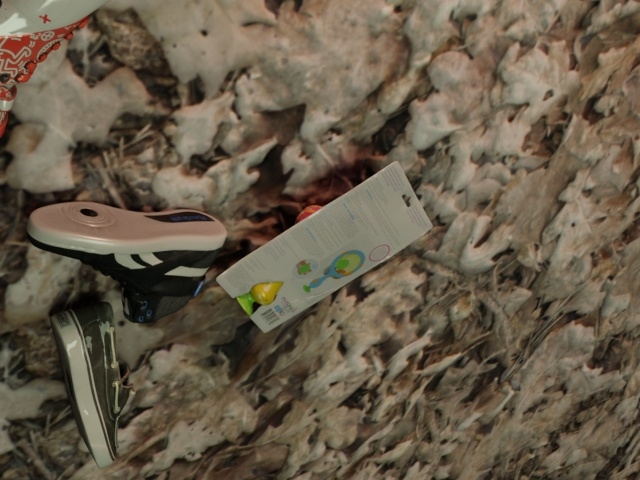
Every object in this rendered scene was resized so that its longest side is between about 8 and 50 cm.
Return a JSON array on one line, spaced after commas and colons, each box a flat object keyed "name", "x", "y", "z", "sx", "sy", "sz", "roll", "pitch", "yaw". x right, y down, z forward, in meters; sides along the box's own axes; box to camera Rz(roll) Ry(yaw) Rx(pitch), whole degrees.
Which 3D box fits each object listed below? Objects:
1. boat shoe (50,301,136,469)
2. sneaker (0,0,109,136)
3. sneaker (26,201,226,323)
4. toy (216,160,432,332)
[{"name": "boat shoe", "x": -0.238, "y": 0.162, "z": 1.156, "sx": 0.070, "sy": 0.078, "sz": 0.219, "roll": -19, "pitch": 131, "yaw": -21}, {"name": "sneaker", "x": -0.258, "y": -0.165, "z": 0.872, "sx": 0.270, "sy": 0.090, "sz": 0.145, "roll": -20, "pitch": 134, "yaw": -17}, {"name": "sneaker", "x": -0.203, "y": 0.032, "z": 1.074, "sx": 0.217, "sy": 0.079, "sz": 0.121, "roll": 3, "pitch": 120, "yaw": -39}, {"name": "toy", "x": 0.000, "y": 0.000, "z": 1.213, "sx": 0.237, "sy": 0.056, "sz": 0.137, "roll": -35, "pitch": 141, "yaw": 0}]
